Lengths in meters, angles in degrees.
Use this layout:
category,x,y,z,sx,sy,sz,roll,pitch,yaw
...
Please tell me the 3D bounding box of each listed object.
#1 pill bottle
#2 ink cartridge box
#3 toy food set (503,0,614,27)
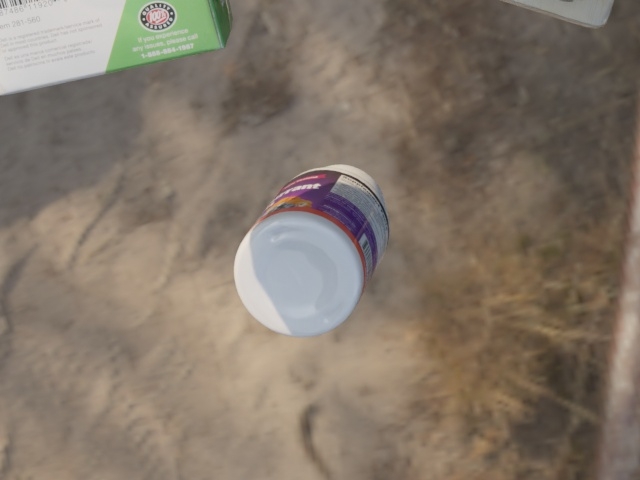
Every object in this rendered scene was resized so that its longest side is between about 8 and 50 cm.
category,x,y,z,sx,sy,sz,roll,pitch,yaw
pill bottle,0.000,0.000,1.613,0.108,0.108,0.193,58,20,-10
ink cartridge box,-0.161,-0.223,1.247,0.092,0.160,0.219,-81,159,-68
toy food set,0.126,-0.256,1.501,0.220,0.306,0.092,19,81,11
